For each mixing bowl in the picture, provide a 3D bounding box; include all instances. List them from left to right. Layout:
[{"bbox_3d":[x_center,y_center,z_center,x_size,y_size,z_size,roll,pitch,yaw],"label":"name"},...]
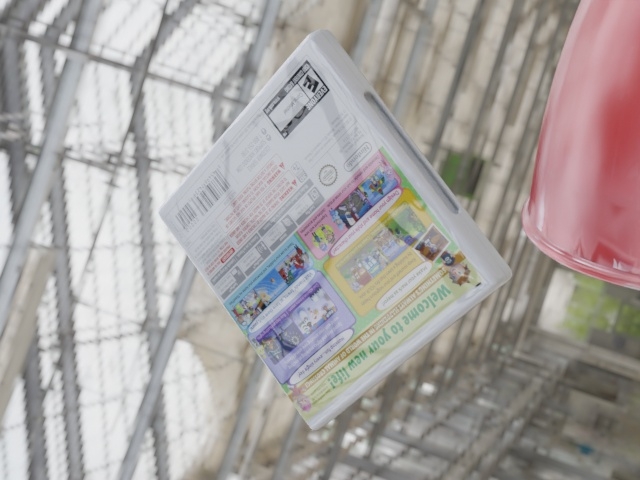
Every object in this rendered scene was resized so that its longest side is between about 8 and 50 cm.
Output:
[{"bbox_3d":[0.146,-0.058,0.409,0.181,0.181,0.098,-44,-50,-63],"label":"mixing bowl"}]

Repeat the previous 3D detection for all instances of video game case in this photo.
[{"bbox_3d":[0.000,0.000,0.920,0.023,0.193,0.212,-27,-12,-46],"label":"video game case"}]
